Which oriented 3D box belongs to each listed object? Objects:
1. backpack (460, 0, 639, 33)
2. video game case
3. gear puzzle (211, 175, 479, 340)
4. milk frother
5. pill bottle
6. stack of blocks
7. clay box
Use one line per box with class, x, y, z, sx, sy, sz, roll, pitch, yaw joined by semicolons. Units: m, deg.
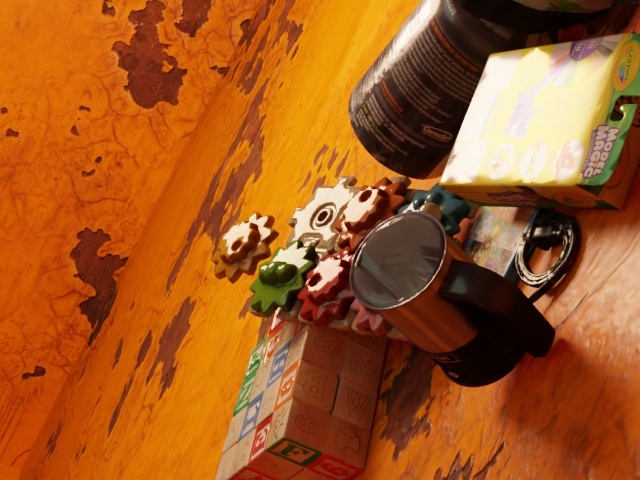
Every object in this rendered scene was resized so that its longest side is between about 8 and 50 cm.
backpack;0.235;-0.326;0.960;0.355;0.273;0.290;66;-134;-69
video game case;0.166;-0.023;1.149;0.166;0.015;0.119;-64;16;5
gear puzzle;0.000;0.000;1.310;0.339;0.044;0.175;5;60;50
milk frother;0.117;0.018;1.017;0.129;0.135;0.143;-9;55;35
pill bottle;0.136;-0.174;1.264;0.245;0.130;0.130;-49;22;47
stack of blocks;-0.006;0.116;1.376;0.171;0.087;0.297;-45;25;52
clay box;0.190;-0.090;1.053;0.222;0.053;0.127;7;73;63
